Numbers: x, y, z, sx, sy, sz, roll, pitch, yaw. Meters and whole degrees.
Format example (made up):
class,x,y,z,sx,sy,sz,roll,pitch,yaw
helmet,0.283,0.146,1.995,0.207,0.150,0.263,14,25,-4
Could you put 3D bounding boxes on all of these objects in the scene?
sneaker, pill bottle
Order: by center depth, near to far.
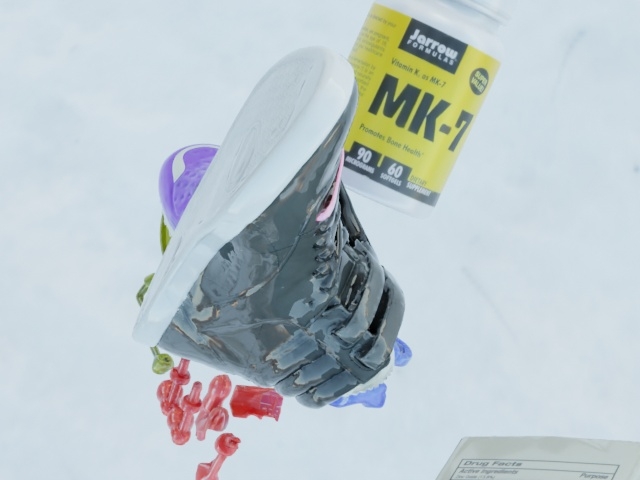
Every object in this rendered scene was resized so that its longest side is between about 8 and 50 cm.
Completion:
class,x,y,z,sx,sy,sz,roll,pitch,yaw
sneaker,0.000,0.000,1.046,0.146,0.105,0.296,24,144,-9
sneaker,-0.034,-0.023,1.335,0.102,0.293,0.146,-23,132,-21
pill bottle,0.079,-0.134,1.476,0.119,0.119,0.209,24,95,-1

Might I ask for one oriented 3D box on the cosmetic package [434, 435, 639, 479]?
class,x,y,z,sx,sy,sz,roll,pitch,yaw
cosmetic package,0.115,0.265,1.148,0.153,0.296,0.129,-2,121,34

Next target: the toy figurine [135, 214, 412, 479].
class,x,y,z,sx,sy,sz,roll,pitch,yaw
toy figurine,-0.027,0.094,1.682,0.217,0.362,0.191,8,118,-20
